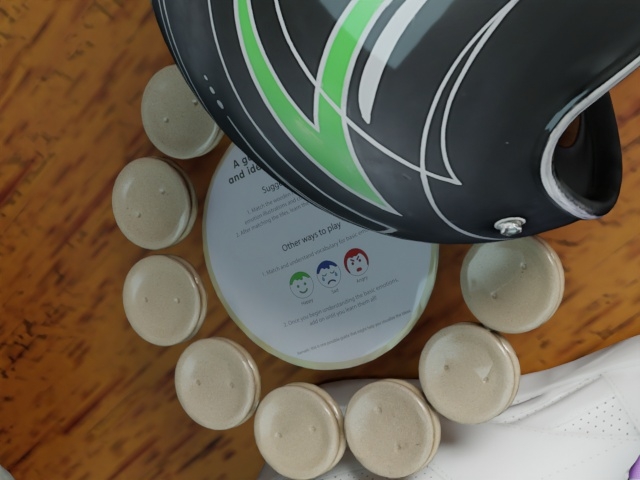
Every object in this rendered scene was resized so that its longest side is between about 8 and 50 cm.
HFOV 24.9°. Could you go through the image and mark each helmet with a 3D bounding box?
[{"bbox_3d":[0.032,-0.083,0.412,0.169,0.169,0.161,32,124,0],"label":"helmet"}]

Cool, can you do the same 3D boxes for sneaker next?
[{"bbox_3d":[0.086,0.123,0.534,0.292,0.169,0.108,-12,116,31],"label":"sneaker"}]

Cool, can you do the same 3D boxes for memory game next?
[{"bbox_3d":[0.000,0.000,0.535,0.186,0.012,0.186,5,100,28],"label":"memory game"}]

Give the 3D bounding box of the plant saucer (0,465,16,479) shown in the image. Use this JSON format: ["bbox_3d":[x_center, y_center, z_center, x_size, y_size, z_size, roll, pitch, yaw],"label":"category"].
[{"bbox_3d":[-0.335,0.087,0.691,0.400,0.101,0.400,1,152,1],"label":"plant saucer"}]

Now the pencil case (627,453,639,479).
[{"bbox_3d":[0.169,0.016,0.419,0.086,0.088,0.206,28,105,8],"label":"pencil case"}]
